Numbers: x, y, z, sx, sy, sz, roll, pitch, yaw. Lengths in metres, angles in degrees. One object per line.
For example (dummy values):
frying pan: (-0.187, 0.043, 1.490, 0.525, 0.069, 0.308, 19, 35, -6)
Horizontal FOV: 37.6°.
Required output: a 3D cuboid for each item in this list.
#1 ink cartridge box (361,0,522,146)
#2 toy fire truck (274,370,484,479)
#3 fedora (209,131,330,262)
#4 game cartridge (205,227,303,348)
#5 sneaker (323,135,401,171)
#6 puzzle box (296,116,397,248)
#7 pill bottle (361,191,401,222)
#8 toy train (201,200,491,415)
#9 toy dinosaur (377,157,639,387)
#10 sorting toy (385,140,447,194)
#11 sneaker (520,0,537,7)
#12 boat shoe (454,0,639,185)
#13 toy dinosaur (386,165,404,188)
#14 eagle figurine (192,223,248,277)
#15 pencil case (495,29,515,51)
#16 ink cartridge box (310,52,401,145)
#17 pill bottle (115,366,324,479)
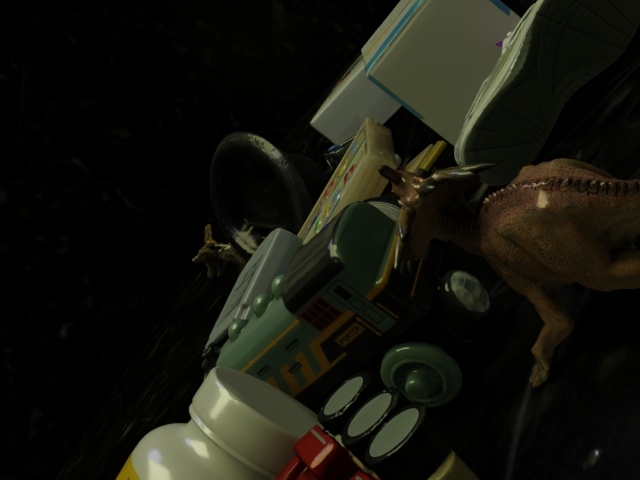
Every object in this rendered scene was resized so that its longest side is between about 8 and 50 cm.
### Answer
ink cartridge box: (0.197, -0.284, 1.418, 0.197, 0.198, 0.270, -51, 11, 15)
toy fire truck: (0.017, 0.246, 0.680, 0.246, 0.158, 0.217, -44, 10, -8)
fedora: (-0.086, -0.090, 1.963, 0.153, 0.334, 0.334, -19, -13, -36)
game cartridge: (-0.114, 0.089, 1.615, 0.198, 0.062, 0.297, -61, 7, -23)
sneaker: (0.036, -0.103, 1.728, 0.217, 0.121, 0.079, -50, 10, 12)
puzzle box: (0.000, 0.000, 1.575, 0.409, 0.052, 0.272, -59, 8, 17)
pill bottle: (0.066, 0.019, 1.154, 0.123, 0.123, 0.219, -46, -1, 31)
toy train: (0.014, 0.107, 0.946, 0.334, 0.190, 0.142, -44, 13, 40)
toy dinosaur: (0.159, -0.013, 0.689, 0.127, 0.200, 0.296, -59, 13, -29)
sorting toy: (0.129, -0.063, 1.378, 0.132, 0.046, 0.274, -57, 5, -19)
sneaker: (0.355, -0.393, 1.495, 0.089, 0.051, 0.170, -52, 13, -22)
boat shoe: (0.268, -0.213, 1.120, 0.320, 0.118, 0.103, -58, 14, 9)
toy dinosaur: (0.142, -0.106, 1.516, 0.082, 0.047, 0.090, -32, 4, 9)
eagle figurine: (-0.150, -0.014, 2.197, 0.298, 0.225, 0.226, -20, 65, 14)
pencil case: (0.321, -0.289, 1.199, 0.206, 0.088, 0.086, -43, -21, 31)
ink cartridge box: (0.149, -0.384, 2.138, 0.309, 0.130, 0.272, -43, 13, 43)
pill bottle: (-0.123, 0.292, 0.855, 0.334, 0.188, 0.188, -59, 10, 2)
